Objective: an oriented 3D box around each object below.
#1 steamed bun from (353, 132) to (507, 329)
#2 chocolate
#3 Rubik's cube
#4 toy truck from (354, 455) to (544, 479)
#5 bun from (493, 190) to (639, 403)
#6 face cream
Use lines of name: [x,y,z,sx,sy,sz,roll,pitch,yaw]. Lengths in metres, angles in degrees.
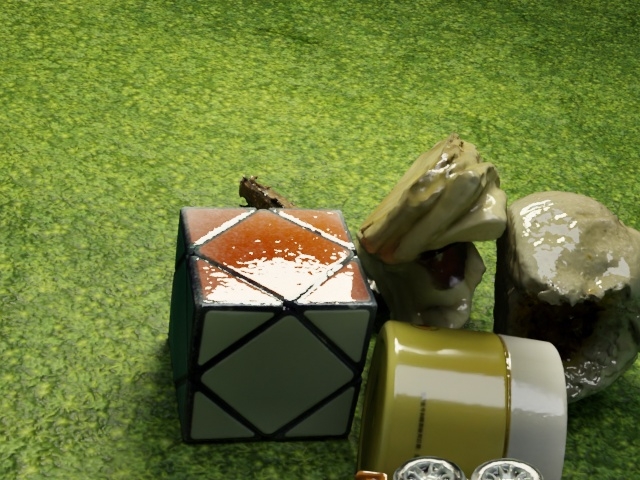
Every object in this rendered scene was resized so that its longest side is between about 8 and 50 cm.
steamed bun: [0.139,0.010,1.277,0.189,0.247,0.428,51,7,-3]
chocolate: [-0.005,0.005,1.503,0.102,0.065,0.329,3,28,-49]
Rubik's cube: [-0.066,0.096,1.210,0.208,0.204,0.205,-1,34,-15]
toy truck: [0.210,0.320,0.882,0.388,0.173,0.207,0,23,14]
bun: [0.329,0.069,1.306,0.205,0.281,0.281,2,33,-1]
face cream: [0.142,0.202,1.091,0.180,0.218,0.218,8,33,-2]
